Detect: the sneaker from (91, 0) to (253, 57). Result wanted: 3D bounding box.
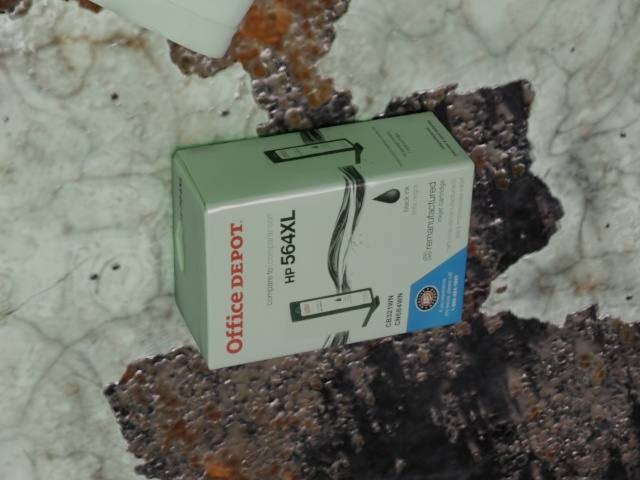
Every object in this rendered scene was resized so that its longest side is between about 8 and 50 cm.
[{"bbox_3d":[-0.130,-0.236,0.926,0.292,0.108,0.169,20,112,-43],"label":"sneaker"}]

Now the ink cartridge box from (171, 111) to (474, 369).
[{"bbox_3d":[0.000,0.000,1.147,0.203,0.086,0.148,-11,126,-17],"label":"ink cartridge box"}]
